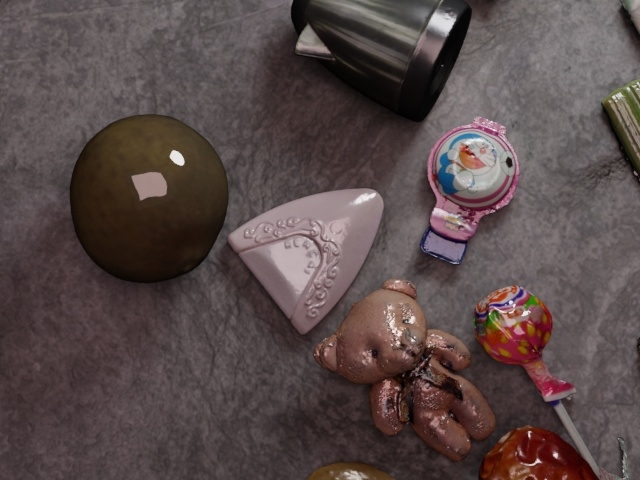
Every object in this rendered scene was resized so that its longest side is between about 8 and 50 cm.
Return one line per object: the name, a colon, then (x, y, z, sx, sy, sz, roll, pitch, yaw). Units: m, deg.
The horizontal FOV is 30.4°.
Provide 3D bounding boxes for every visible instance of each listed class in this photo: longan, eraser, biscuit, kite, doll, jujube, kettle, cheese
longan: (-0.261, -0.065, 1.817, 0.258, 0.258, 0.258, 0, 83, -1)
eraser: (0.000, 0.000, 1.902, 0.243, 0.059, 0.204, -40, 85, -1)
biscuit: (0.572, -0.113, 1.936, 0.099, 0.038, 0.322, -27, 84, -7)
kite: (0.482, 0.379, 1.855, 0.139, 0.011, 0.156, 29, 46, -30)
doll: (0.154, 0.211, 1.838, 0.303, 0.156, 0.201, 45, 78, 0)
jujube: (0.354, 0.403, 1.804, 0.174, 0.174, 0.250, -37, 84, -5)
kettle: (0.087, -0.352, 1.880, 0.271, 0.207, 0.250, 24, 90, 10)
cheese: (0.236, -0.083, 1.915, 0.155, 0.062, 0.244, 23, 84, 0)

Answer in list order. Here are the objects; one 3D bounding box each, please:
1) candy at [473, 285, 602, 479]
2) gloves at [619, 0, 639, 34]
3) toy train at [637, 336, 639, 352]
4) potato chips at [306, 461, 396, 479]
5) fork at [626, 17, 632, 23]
candy: (0.364, 0.239, 1.870, 0.124, 0.124, 0.365, -31, 93, -4)
gloves: (0.593, -0.368, 1.924, 0.128, 0.111, 0.212, -34, 57, -32)
toy train: (0.580, 0.151, 1.898, 0.138, 0.050, 0.087, -44, 82, -5)
potato chips: (0.063, 0.433, 1.860, 0.202, 0.049, 0.150, 35, 89, -3)
fork: (0.566, -0.348, 1.977, 0.115, 0.012, 0.016, 24, 80, 7)
